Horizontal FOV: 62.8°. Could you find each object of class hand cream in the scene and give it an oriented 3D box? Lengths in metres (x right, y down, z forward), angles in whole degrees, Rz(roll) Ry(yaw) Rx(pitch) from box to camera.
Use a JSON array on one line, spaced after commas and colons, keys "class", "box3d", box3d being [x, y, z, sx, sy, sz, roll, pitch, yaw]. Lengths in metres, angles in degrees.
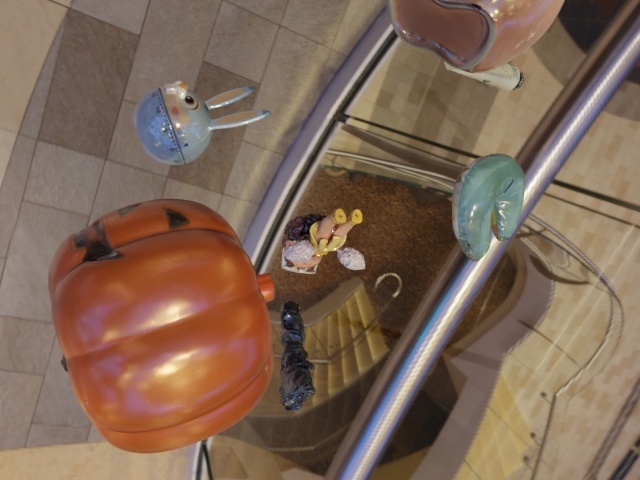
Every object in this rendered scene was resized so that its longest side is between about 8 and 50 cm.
[{"class": "hand cream", "box3d": [0.294, -0.318, 0.965, 0.234, 0.080, 0.050, 3, 147, -37]}]

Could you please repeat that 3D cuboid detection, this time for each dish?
[{"class": "dish", "box3d": [0.149, -0.266, 0.581, 0.213, 0.213, 0.090, 47, 72, -28]}]

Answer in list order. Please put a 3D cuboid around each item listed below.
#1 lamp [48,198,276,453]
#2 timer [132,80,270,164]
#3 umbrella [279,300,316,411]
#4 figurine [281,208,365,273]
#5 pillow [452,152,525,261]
[{"class": "lamp", "box3d": [-0.111, 0.060, 0.408, 0.164, 0.187, 0.187, -18, 114, -20]}, {"class": "timer", "box3d": [-0.256, -0.259, 1.053, 0.255, 0.175, 0.175, -34, 118, 8]}, {"class": "umbrella", "box3d": [-0.048, 0.215, 1.010, 0.071, 0.224, 0.080, 21, 127, -27]}, {"class": "figurine", "box3d": [-0.001, 0.000, 1.052, 0.175, 0.240, 0.115, 8, 78, -25]}, {"class": "pillow", "box3d": [0.349, -0.071, 1.082, 0.233, 0.086, 0.214, -30, 118, -40]}]
